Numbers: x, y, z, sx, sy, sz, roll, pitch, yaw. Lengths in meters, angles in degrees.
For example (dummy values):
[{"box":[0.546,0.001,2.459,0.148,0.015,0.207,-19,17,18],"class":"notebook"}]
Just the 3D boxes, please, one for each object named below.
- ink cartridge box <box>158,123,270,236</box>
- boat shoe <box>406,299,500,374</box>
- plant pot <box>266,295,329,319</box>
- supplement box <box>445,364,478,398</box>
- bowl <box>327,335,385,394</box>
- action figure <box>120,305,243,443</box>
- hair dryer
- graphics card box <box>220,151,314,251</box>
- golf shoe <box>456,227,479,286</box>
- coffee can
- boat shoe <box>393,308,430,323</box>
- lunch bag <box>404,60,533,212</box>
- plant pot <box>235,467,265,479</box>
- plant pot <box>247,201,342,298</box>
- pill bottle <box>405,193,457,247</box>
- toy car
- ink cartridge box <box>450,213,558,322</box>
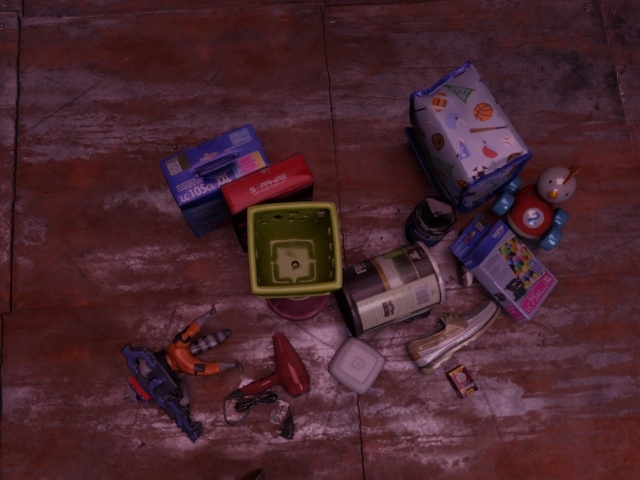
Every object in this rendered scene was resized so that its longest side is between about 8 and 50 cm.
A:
[{"box":[-0.282,-0.169,1.684,0.270,0.395,0.151,-25,77,-9],"class":"ink cartridge box"},{"box":[0.390,0.261,1.759,0.302,0.113,0.103,-37,86,-10],"class":"boat shoe"},{"box":[-0.068,0.123,1.734,0.202,0.180,0.201,1,75,-3],"class":"plant pot"},{"box":[0.413,0.413,1.757,0.055,0.043,0.083,-29,80,-11],"class":"supplement box"},{"box":[0.106,0.361,1.748,0.142,0.053,0.142,34,78,6],"class":"bowl"},{"box":[-0.388,0.380,1.691,0.331,0.178,0.341,-24,105,-2],"class":"action figure"},{"box":[-0.141,0.404,1.709,0.224,0.080,0.293,17,75,2],"class":"hair dryer"},{"box":[-0.142,-0.096,1.687,0.233,0.371,0.094,-25,77,-10],"class":"graphics card box"},{"box":[0.466,0.053,1.841,0.086,0.067,0.185,8,75,-3],"class":"golf shoe"},{"box":[0.191,0.139,1.734,0.276,0.201,0.201,-19,78,-9],"class":"coffee can"},{"box":[0.265,0.226,1.797,0.142,0.049,0.040,-17,116,-3],"class":"boat shoe"},{"box":[0.409,-0.269,1.759,0.239,0.385,0.327,-27,79,3],"class":"lunch bag"},{"box":[-0.181,0.725,1.591,0.167,0.167,0.165,-33,88,-11],"class":"plant pot"},{"box":[-0.070,0.040,1.555,0.227,0.207,0.228,-3,75,-5],"class":"plant pot"},{"box":[0.319,-0.048,1.779,0.123,0.219,0.122,1,75,-4],"class":"pill bottle"},{"box":[0.678,-0.136,1.790,0.219,0.238,0.210,37,46,2],"class":"toy car"},{"box":[0.552,0.073,1.802,0.311,0.065,0.186,46,62,2],"class":"ink cartridge box"}]
